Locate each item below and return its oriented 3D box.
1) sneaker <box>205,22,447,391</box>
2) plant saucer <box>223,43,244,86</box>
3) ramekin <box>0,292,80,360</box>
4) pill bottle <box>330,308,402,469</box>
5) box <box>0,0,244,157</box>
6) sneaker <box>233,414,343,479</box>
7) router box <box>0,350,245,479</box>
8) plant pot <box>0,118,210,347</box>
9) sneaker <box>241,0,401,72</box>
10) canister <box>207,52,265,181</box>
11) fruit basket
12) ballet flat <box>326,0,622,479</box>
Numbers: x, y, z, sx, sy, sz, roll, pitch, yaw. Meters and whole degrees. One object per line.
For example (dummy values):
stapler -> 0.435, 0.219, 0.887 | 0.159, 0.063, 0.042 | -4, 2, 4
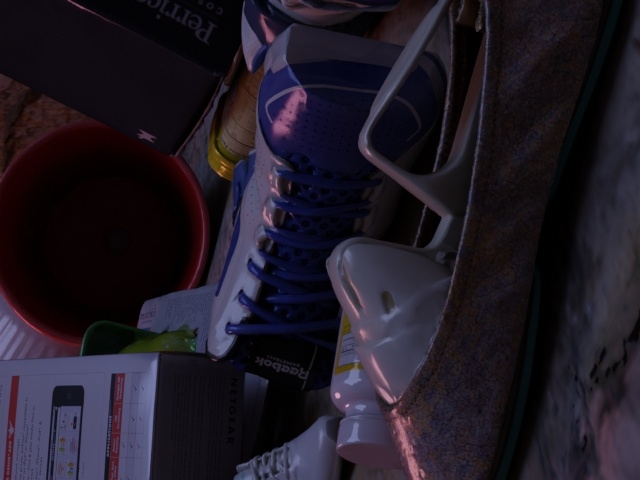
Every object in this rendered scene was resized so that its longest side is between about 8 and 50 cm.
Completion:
sneaker -> 0.000, 0.000, 1.012 | 0.315, 0.127, 0.182 | 117, 160, -66
plant saucer -> -0.110, -0.244, 1.974 | 0.083, 0.013, 0.083 | -164, 90, -77
ramekin -> -0.342, 0.158, 1.961 | 0.127, 0.273, 0.273 | -61, 15, 8
pill bottle -> 0.040, 0.068, 0.846 | 0.065, 0.065, 0.116 | 131, 152, -62
box -> -0.241, -0.419, 1.504 | 0.472, 0.480, 0.297 | -67, 9, -17
sneaker -> -0.026, 0.168, 1.023 | 0.152, 0.061, 0.053 | 120, 162, -45
router box -> -0.190, 0.258, 1.165 | 0.301, 0.082, 0.335 | -6, 78, 48
plant pot -> -0.269, -0.003, 1.879 | 0.243, 0.275, 0.275 | 135, 149, -85
sneaker -> 0.011, -0.195, 1.195 | 0.323, 0.130, 0.236 | -101, 19, -54
canister -> -0.049, -0.155, 1.474 | 0.126, 0.073, 0.170 | -87, 19, -49
fruit basket -> -0.123, 0.197, 1.291 | 0.353, 0.165, 0.327 | -11, 65, 58
ballet flat -> 0.063, -0.011, 0.750 | 0.107, 0.106, 0.316 | 168, 116, -76
